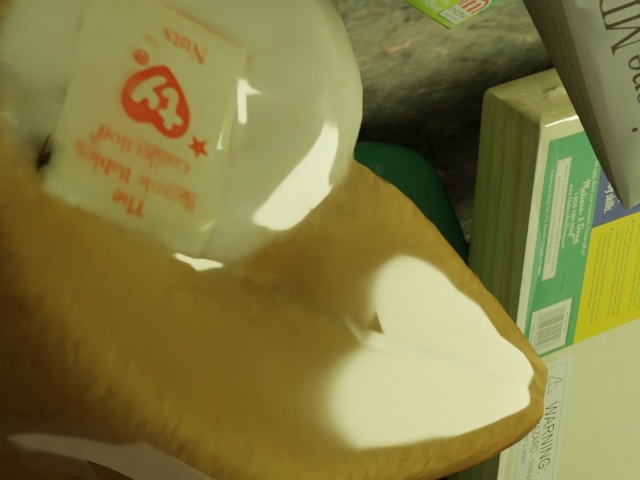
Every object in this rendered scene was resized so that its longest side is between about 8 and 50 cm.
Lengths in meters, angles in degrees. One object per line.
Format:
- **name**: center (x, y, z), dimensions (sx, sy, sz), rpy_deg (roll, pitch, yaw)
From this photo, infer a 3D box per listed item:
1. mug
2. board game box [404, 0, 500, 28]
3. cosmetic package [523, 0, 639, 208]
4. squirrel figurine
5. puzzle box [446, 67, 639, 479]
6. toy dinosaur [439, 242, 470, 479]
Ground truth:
- **mug**: center (0.009, -0.004, 0.988), dimensions (0.158, 0.097, 0.129), rpy_deg (2, 152, -47)
- **board game box**: center (0.108, -0.163, 0.717), dimensions (0.181, 0.043, 0.092), rpy_deg (-27, 160, 22)
- **cosmetic package**: center (0.231, -0.180, 0.551), dimensions (0.366, 0.155, 0.197), rpy_deg (-23, 142, 7)
- **squirrel figurine**: center (-0.183, 0.007, 0.571), dimensions (0.397, 0.281, 0.370), rpy_deg (-21, -178, -40)
- **puzzle box**: center (0.207, 0.056, 1.041), dimensions (0.272, 0.052, 0.408), rpy_deg (-18, 129, -28)
- **toy dinosaur**: center (0.052, 0.064, 1.136), dimensions (0.322, 0.218, 0.164), rpy_deg (-48, 146, -25)
